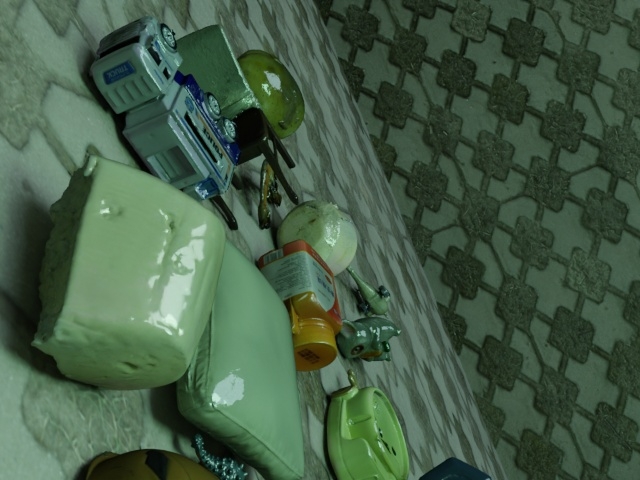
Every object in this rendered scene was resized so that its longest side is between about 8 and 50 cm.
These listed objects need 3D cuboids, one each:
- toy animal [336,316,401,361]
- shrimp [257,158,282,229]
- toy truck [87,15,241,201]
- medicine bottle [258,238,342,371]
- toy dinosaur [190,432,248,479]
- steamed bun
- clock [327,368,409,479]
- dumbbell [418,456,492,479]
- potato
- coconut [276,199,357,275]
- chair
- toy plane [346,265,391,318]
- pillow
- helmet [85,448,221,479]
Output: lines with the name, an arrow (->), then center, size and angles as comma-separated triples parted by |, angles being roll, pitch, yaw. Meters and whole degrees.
toy animal -> 0.087, 0.232, 1.666 | 0.236, 0.138, 0.108 | 11, 94, -45
shrimp -> -0.111, -0.080, 1.512 | 0.195, 0.035, 0.148 | 78, 10, -64
toy truck -> -0.241, -0.193, 1.089 | 0.268, 0.124, 0.155 | 58, 22, -33
medicine bottle -> -0.034, 0.127, 1.334 | 0.149, 0.112, 0.222 | 50, 22, -47
toy dinosaur -> -0.124, 0.299, 0.886 | 0.049, 0.055, 0.154 | -82, 148, -56
steamed bun -> -0.222, 0.053, 0.768 | 0.200, 0.170, 0.226 | 26, 50, -19
clock -> 0.100, 0.399, 1.423 | 0.235, 0.096, 0.308 | 58, 16, -27
dumbbell -> 0.254, 0.554, 1.414 | 0.325, 0.144, 0.160 | 87, 0, -56
potato -> -0.126, -0.347, 1.674 | 0.228, 0.148, 0.197 | 61, 30, -29
coconut -> 0.000, 0.000, 1.539 | 0.183, 0.170, 0.171 | 30, 39, -60
chair -> -0.171, -0.203, 1.279 | 0.186, 0.160, 0.319 | -96, 160, -53
toy plane -> 0.117, 0.127, 1.924 | 0.108, 0.092, 0.286 | 51, 1, 41
pillow -> -0.110, 0.162, 1.003 | 0.255, 0.119, 0.322 | 55, 16, -39
helmet -> -0.141, 0.299, 0.685 | 0.198, 0.130, 0.224 | 53, 19, -51
